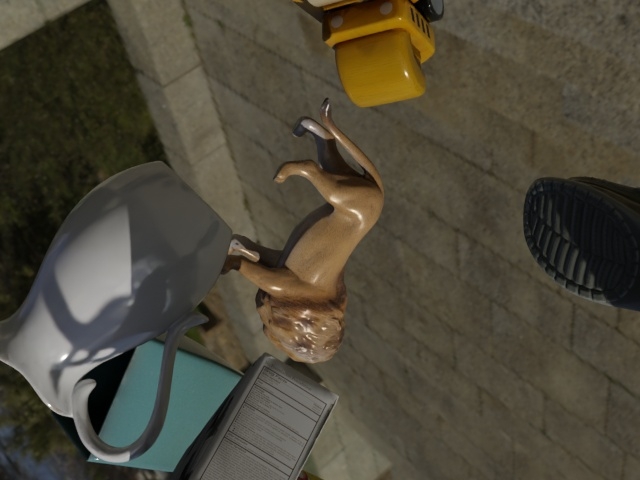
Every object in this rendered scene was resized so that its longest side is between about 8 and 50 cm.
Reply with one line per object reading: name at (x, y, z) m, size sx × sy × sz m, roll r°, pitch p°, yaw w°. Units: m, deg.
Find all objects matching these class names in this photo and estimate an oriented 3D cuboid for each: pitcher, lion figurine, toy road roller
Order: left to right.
pitcher at (-0.153, 0.055, 0.725) m, size 0.178 × 0.207 × 0.125 m, roll 43°, pitch 175°, yaw 3°
lion figurine at (0.000, 0.000, 1.391) m, size 0.240 × 0.392 × 0.142 m, roll 28°, pitch -163°, yaw -13°
toy road roller at (0.089, -0.381, 1.588) m, size 0.203 × 0.240 × 0.329 m, roll -9°, pitch 165°, yaw 27°

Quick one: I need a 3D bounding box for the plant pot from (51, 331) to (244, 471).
plant pot at (-0.196, 0.208, 1.196) m, size 0.234 × 0.165 × 0.166 m, roll 23°, pitch 179°, yaw -33°

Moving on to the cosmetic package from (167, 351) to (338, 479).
cosmetic package at (-0.069, 0.167, 0.629) m, size 0.060 × 0.099 × 0.239 m, roll 33°, pitch 147°, yaw -1°

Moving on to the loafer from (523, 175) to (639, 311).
loafer at (0.272, 0.011, 0.721) m, size 0.251 × 0.087 × 0.094 m, roll 31°, pitch 124°, yaw 43°

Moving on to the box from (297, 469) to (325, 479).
box at (0.011, 0.270, 0.804) m, size 0.179 × 0.105 × 0.043 m, roll 28°, pitch 118°, yaw -3°
